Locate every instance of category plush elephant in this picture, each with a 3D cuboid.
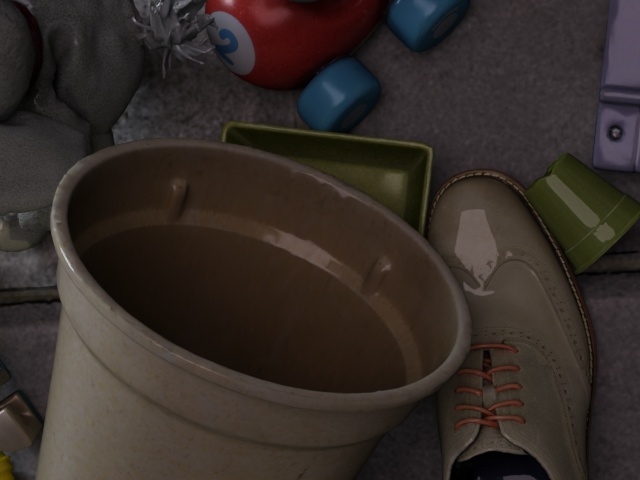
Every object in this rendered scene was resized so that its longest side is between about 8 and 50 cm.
[{"bbox_3d":[-0.278,-0.142,1.631,0.330,0.255,0.271,-18,82,40],"label":"plush elephant"}]

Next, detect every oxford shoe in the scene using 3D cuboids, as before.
[{"bbox_3d":[0.155,0.129,1.606,0.140,0.146,0.397,-13,81,12],"label":"oxford shoe"}]

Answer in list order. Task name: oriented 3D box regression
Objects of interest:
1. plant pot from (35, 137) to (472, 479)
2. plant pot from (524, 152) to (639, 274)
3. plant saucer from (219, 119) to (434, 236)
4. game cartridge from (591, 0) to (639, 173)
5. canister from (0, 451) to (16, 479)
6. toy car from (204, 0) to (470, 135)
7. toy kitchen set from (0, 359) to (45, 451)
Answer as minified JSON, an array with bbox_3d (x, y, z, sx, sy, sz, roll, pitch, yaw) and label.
[{"bbox_3d":[-0.090,0.136,1.568,0.334,0.334,0.305,30,120,14],"label":"plant pot"},{"bbox_3d":[0.213,-0.029,1.634,0.083,0.083,0.079,-44,89,6],"label":"plant pot"},{"bbox_3d":[0.000,0.000,1.701,0.188,0.045,0.188,7,93,14],"label":"plant saucer"},{"bbox_3d":[0.353,-0.223,1.611,0.230,0.068,0.355,7,96,16],"label":"game cartridge"},{"bbox_3d":[-0.287,0.283,1.716,0.126,0.073,0.170,-28,78,-32],"label":"canister"},{"bbox_3d":[-0.024,-0.231,1.638,0.210,0.238,0.219,-44,76,6],"label":"toy car"},{"bbox_3d":[-0.269,0.058,1.750,0.166,0.122,0.207,-33,98,8],"label":"toy kitchen set"}]
